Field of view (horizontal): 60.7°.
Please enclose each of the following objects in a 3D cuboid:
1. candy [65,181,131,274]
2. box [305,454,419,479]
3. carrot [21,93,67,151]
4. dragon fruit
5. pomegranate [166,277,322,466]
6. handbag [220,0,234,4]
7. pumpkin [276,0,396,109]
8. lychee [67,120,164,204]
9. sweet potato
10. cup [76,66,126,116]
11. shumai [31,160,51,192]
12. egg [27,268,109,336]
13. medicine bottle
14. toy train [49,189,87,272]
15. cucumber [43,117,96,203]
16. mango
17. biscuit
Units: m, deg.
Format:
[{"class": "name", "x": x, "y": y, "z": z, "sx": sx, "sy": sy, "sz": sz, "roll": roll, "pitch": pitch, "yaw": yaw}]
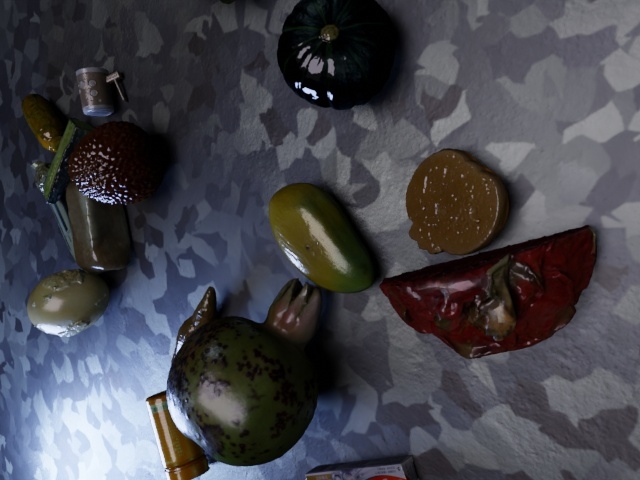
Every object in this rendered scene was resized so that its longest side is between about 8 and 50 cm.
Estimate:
[{"class": "candy", "x": -0.528, "y": -0.039, "z": 1.300, "sx": 0.104, "sy": 0.102, "sz": 0.234, "roll": -11, "pitch": 87, "yaw": 35}, {"class": "box", "x": 0.071, "y": 0.428, "z": 0.984, "sx": 0.218, "sy": 0.039, "sz": 0.055, "roll": -21, "pitch": 82, "yaw": 34}, {"class": "carrot", "x": -0.701, "y": -0.298, "z": 1.402, "sx": 0.173, "sy": 0.082, "sz": 0.082, "roll": 52, "pitch": 120, "yaw": 26}, {"class": "dragon fruit", "x": 0.216, "y": 0.098, "z": 0.750, "sx": 0.317, "sy": 0.205, "sz": 0.152, "roll": -17, "pitch": 86, "yaw": 35}, {"class": "pomegranate", "x": -0.107, "y": 0.219, "z": 0.977, "sx": 0.285, "sy": 0.285, "sz": 0.340, "roll": 27, "pitch": 77, "yaw": 29}, {"class": "handbag", "x": -0.237, "y": -0.572, "z": 0.946, "sx": 0.241, "sy": 0.263, "sz": 0.222, "roll": 38, "pitch": 89, "yaw": 28}, {"class": "pumpkin", "x": 0.027, "y": -0.303, "z": 0.866, "sx": 0.194, "sy": 0.150, "sz": 0.194, "roll": 6, "pitch": 104, "yaw": 24}, {"class": "lychee", "x": -0.434, "y": -0.164, "z": 1.179, "sx": 0.194, "sy": 0.194, "sz": 0.194, "roll": 4, "pitch": 98, "yaw": 34}, {"class": "sweet potato", "x": -0.276, "y": 0.208, "z": 1.183, "sx": 0.067, "sy": 0.067, "sz": 0.274, "roll": 43, "pitch": 123, "yaw": 23}, {"class": "cup", "x": -0.511, "y": -0.347, "z": 1.283, "sx": 0.074, "sy": 0.102, "sz": 0.099, "roll": 179, "pitch": 83, "yaw": -73}, {"class": "shumai", "x": -0.726, "y": -0.172, "z": 1.430, "sx": 0.080, "sy": 0.083, "sz": 0.082, "roll": 27, "pitch": 72, "yaw": 9}, {"class": "egg", "x": -0.617, "y": 0.150, "z": 1.346, "sx": 0.201, "sy": 0.164, "sz": 0.164, "roll": -21, "pitch": 83, "yaw": 11}, {"class": "medicine bottle", "x": -0.317, "y": 0.427, "z": 1.212, "sx": 0.096, "sy": 0.096, "sz": 0.192, "roll": -22, "pitch": 83, "yaw": 34}, {"class": "toy train", "x": -0.613, "y": -0.026, "z": 1.370, "sx": 0.048, "sy": 0.055, "sz": 0.252, "roll": -45, "pitch": 64, "yaw": 20}, {"class": "cucumber", "x": -0.621, "y": -0.192, "z": 1.353, "sx": 0.078, "sy": 0.062, "sz": 0.211, "roll": 42, "pitch": 110, "yaw": 44}, {"class": "mango", "x": -0.005, "y": 0.002, "z": 0.958, "sx": 0.137, "sy": 0.091, "sz": 0.237, "roll": -42, "pitch": 72, "yaw": 36}, {"class": "biscuit", "x": 0.203, "y": -0.050, "z": 0.830, "sx": 0.170, "sy": 0.050, "sz": 0.170, "roll": 2, "pitch": 93, "yaw": 48}]
